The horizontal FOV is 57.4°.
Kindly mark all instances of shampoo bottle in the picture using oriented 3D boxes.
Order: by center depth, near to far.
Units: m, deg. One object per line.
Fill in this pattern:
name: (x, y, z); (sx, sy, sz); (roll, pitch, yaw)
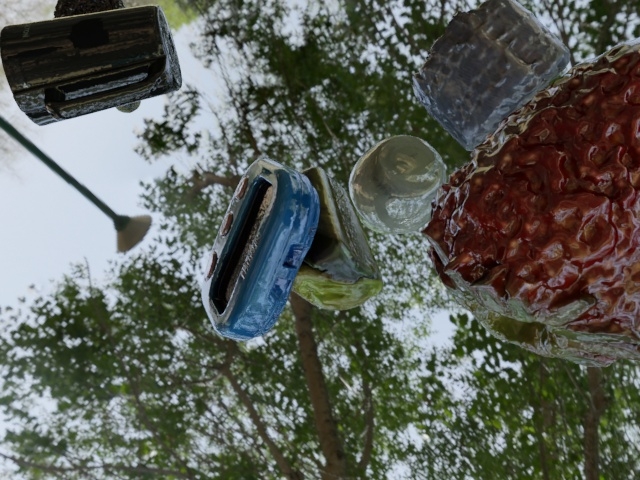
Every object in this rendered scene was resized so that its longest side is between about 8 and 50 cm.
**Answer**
shampoo bottle: (0.263, -0.187, 1.995); (0.322, 0.322, 0.317); (-57, -179, -26)

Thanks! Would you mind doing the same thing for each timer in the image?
timer: (-0.124, 0.014, 1.148); (0.340, 0.115, 0.309); (-67, -156, 7)

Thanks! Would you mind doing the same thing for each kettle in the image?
kettle: (-0.454, -0.359, 1.173); (0.307, 0.203, 0.262); (-12, -165, -2)

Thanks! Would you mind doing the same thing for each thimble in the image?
thimble: (0.270, -0.272, 0.958); (0.205, 0.172, 0.236); (-43, 174, -6)

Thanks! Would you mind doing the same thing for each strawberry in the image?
strawberry: (0.274, -0.047, 0.630); (0.292, 0.292, 0.344); (19, -108, 48)

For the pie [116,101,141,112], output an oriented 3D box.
pie: (-0.531, -0.385, 1.615); (0.084, 0.084, 0.021); (-38, -114, -2)

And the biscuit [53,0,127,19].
biscuit: (-0.539, -0.513, 1.376); (0.194, 0.195, 0.053); (-27, 176, 12)

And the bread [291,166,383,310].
bread: (0.000, 0.000, 1.407); (0.208, 0.251, 0.377); (-40, -141, 17)
